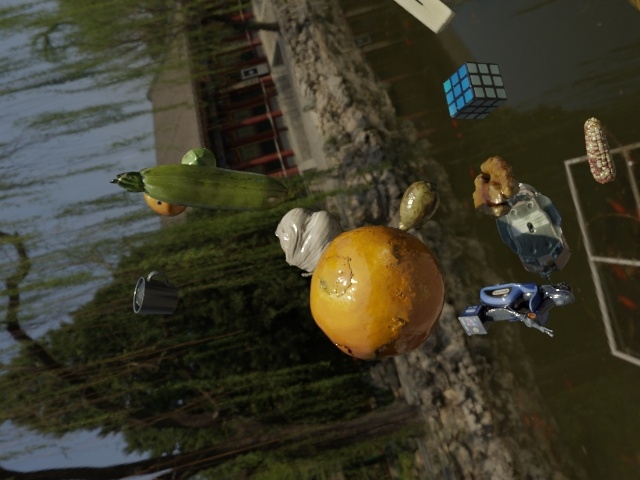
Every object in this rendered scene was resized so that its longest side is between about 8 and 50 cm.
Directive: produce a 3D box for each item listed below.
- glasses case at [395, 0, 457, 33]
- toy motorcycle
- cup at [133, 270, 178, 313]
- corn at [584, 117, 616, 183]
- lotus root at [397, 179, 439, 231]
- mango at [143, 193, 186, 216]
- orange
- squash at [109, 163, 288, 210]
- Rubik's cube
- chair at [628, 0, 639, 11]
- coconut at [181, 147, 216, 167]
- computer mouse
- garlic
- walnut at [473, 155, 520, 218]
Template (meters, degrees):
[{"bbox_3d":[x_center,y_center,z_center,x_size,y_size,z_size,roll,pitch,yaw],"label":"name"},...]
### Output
[{"bbox_3d":[0.227,-0.682,1.452,0.313,0.070,0.131,39,-153,1],"label":"glasses case"},{"bbox_3d":[0.663,0.228,1.800,0.212,0.359,0.125,-46,-70,-38],"label":"toy motorcycle"},{"bbox_3d":[-0.352,0.112,1.161,0.078,0.077,0.100,52,124,51],"label":"cup"},{"bbox_3d":[0.973,-0.312,1.872,0.079,0.080,0.236,-105,-8,-69],"label":"corn"},{"bbox_3d":[0.356,-0.120,1.963,0.138,0.139,0.213,-105,38,-69],"label":"lotus root"},{"bbox_3d":[-0.414,-0.125,1.422,0.115,0.089,0.165,9,-153,-48],"label":"mango"},{"bbox_3d":[0.102,0.094,0.976,0.246,0.246,0.245,-16,-90,-90],"label":"orange"},{"bbox_3d":[-0.233,-0.107,1.060,0.094,0.341,0.094,-177,90,-73],"label":"squash"},{"bbox_3d":[0.591,-0.573,2.062,0.160,0.163,0.162,143,118,-64],"label":"Rubik's cube"},{"bbox_3d":[0.841,-0.573,1.271,0.159,0.173,0.246,40,-139,-38],"label":"chair"},{"bbox_3d":[-0.290,-0.178,1.283,0.096,0.088,0.087,109,147,-70],"label":"coconut"},{"bbox_3d":[0.736,-0.022,1.832,0.388,0.200,0.115,64,-152,-5],"label":"computer mouse"},{"bbox_3d":[0.000,0.000,1.483,0.229,0.143,0.177,39,-134,-20],"label":"garlic"},{"bbox_3d":[0.437,-0.127,1.323,0.170,0.069,0.142,-95,17,-55],"label":"walnut"}]
